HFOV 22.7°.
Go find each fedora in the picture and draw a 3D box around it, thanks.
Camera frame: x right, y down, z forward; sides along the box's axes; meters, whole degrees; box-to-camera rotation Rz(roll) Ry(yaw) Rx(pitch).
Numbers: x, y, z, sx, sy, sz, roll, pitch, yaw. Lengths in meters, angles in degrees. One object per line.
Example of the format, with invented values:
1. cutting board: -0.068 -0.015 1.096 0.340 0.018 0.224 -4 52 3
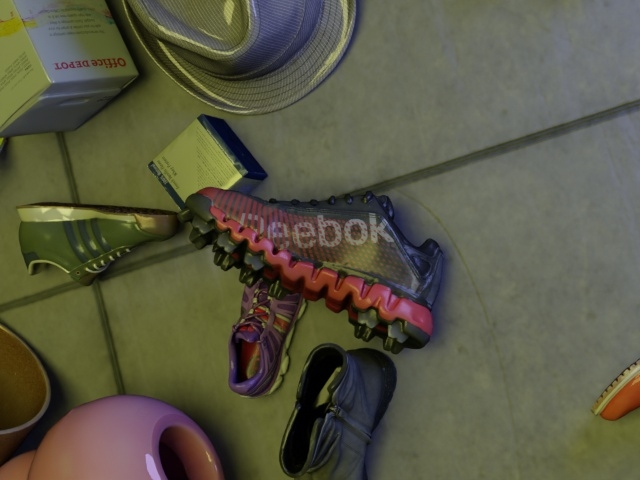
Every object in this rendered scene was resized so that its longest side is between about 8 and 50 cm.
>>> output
1. fedora: -0.107 -0.260 1.611 0.244 0.124 0.275 -32 86 21

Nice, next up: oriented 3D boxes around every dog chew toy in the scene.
1. dog chew toy: -0.258 0.294 1.639 0.332 0.207 0.206 -30 78 25

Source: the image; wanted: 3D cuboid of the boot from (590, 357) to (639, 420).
1. boot: 0.331 0.137 1.489 0.158 0.059 0.084 -35 81 15

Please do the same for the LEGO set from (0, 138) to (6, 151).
1. LEGO set: -0.397 -0.170 1.758 0.107 0.132 0.287 9 68 5

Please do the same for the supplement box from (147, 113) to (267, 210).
1. supplement box: -0.118 -0.073 1.668 0.083 0.056 0.083 -42 74 14

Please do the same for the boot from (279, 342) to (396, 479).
1. boot: -0.006 0.216 1.557 0.083 0.161 0.246 15 93 21

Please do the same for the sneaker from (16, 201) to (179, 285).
1. sneaker: -0.239 0.006 1.713 0.192 0.064 0.086 4 97 21

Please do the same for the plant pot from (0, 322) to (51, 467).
1. plant pot: -0.446 0.223 1.710 0.237 0.237 0.254 37 114 18

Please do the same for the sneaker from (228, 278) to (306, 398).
1. sneaker: -0.057 0.079 1.631 0.068 0.071 0.169 8 90 21

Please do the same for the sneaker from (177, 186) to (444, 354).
1. sneaker: 0.000 0.000 1.578 0.276 0.097 0.135 25 75 1

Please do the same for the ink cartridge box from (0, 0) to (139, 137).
1. ink cartridge box: -0.304 -0.214 1.691 0.127 0.128 0.176 -35 75 39
